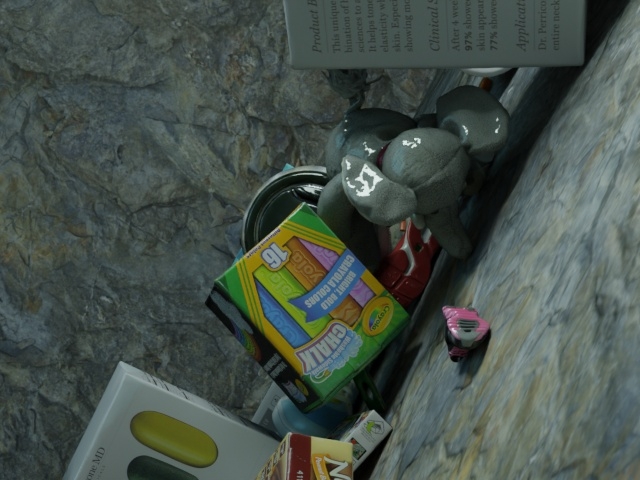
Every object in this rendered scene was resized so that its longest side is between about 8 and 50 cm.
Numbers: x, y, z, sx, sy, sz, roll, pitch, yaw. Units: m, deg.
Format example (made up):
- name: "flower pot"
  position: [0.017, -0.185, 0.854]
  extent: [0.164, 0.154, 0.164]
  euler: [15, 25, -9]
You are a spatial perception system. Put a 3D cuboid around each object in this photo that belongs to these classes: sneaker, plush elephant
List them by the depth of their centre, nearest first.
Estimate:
- name: "sneaker"
  position: [0.154, 0.108, 1.198]
  extent: [0.119, 0.047, 0.057]
  euler: [-67, -15, -81]
- name: "plush elephant"
  position: [0.129, -0.084, 1.520]
  extent: [0.271, 0.330, 0.255]
  euler: [-32, 35, -9]
- name: "sneaker"
  position: [0.025, 0.205, 1.762]
  extent: [0.208, 0.127, 0.319]
  euler: [-63, 3, 15]
- name: "sneaker"
  position: [0.136, 0.058, 1.800]
  extent: [0.221, 0.087, 0.128]
  euler: [-51, -12, -24]

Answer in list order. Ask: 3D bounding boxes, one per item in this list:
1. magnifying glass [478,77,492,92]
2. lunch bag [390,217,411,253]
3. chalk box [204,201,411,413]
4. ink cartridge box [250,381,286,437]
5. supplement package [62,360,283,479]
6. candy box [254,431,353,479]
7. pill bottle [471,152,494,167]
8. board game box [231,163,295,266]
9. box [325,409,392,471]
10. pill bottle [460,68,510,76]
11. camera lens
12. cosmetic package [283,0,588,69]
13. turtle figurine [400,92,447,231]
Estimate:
- name: "magnifying glass"
  position: [0.280, -0.216, 2.184]
  extent: [0.231, 0.026, 0.092]
  euler: [-62, 2, -4]
- name: "lunch bag"
  position: [0.066, 0.009, 2.154]
  extent: [0.256, 0.213, 0.305]
  euler: [-27, -16, -30]
- name: "chalk box"
  position: [0.001, 0.123, 1.569]
  extent: [0.179, 0.289, 0.180]
  euler: [-42, -3, -16]
- name: "ink cartridge box"
  position: [0.001, 0.277, 2.394]
  extent: [0.308, 0.091, 0.385]
  euler: [-62, -14, 23]
- name: "supplement package"
  position: [-0.208, 0.322, 1.584]
  extent: [0.199, 0.262, 0.198]
  euler: [-65, 11, -7]
- name: "candy box"
  position: [-0.052, 0.382, 1.328]
  extent: [0.316, 0.087, 0.183]
  euler: [121, 157, -50]
- name: "pill bottle"
  position: [0.206, -0.120, 1.759]
  extent: [0.137, 0.078, 0.078]
  euler: [-36, 20, 42]
- name: "board game box"
  position: [-0.045, 0.037, 2.336]
  extent: [0.079, 0.253, 0.336]
  euler: [34, 98, 45]
- name: "box"
  position: [0.028, 0.285, 1.496]
  extent: [0.114, 0.036, 0.207]
  euler: [-45, -2, -14]
- name: "pill bottle"
  position: [0.298, -0.400, 2.087]
  extent: [0.169, 0.169, 0.301]
  euler: [-62, 2, 12]
- name: "camera lens"
  position: [0.000, 0.000, 1.834]
  extent: [0.219, 0.219, 0.274]
  euler: [-62, -12, 0]
- name: "cosmetic package"
  position: [0.164, -0.439, 1.489]
  extent: [0.327, 0.393, 0.330]
  euler: [-67, -25, -56]
- name: "turtle figurine"
  position: [0.218, -0.144, 1.909]
  extent: [0.270, 0.087, 0.217]
  euler: [-56, -15, -14]
